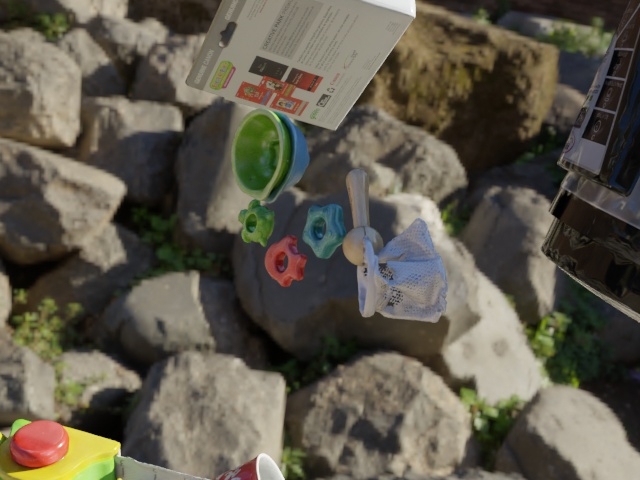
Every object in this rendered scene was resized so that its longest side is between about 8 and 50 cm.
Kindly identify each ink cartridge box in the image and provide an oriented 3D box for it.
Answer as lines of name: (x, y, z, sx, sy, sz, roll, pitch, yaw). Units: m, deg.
ink cartridge box: (-0.039, -0.336, 1.616, 0.271, 0.309, 0.130, 14, 58, -18)

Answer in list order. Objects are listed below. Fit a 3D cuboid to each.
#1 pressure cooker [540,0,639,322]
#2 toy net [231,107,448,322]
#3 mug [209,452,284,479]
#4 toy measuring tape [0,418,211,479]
pressure cooker: (0.398, -0.027, 0.885, 0.369, 0.421, 0.375, 17, 13, -38)
toy net: (0.000, 0.000, 0.758, 0.045, 0.122, 0.232, 6, 27, -41)
mug: (-0.127, 0.378, 1.418, 0.169, 0.150, 0.113, -24, 64, 9)
toy measuring tape: (-0.276, 0.291, 1.227, 0.330, 0.122, 0.121, 12, 22, 17)
